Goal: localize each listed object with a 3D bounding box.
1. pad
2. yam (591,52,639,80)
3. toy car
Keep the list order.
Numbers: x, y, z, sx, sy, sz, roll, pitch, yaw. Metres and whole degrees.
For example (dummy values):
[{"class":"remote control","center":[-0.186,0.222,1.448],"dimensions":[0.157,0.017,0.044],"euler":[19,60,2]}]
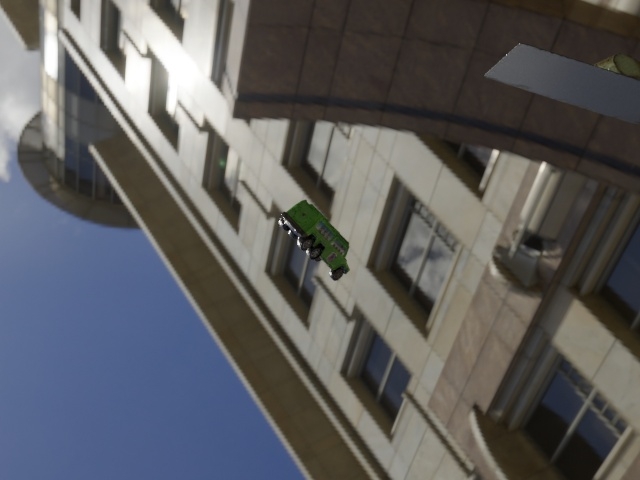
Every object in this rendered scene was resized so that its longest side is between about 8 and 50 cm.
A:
[{"class":"pad","center":[0.316,-0.186,1.141],"dimensions":[0.211,0.143,0.003],"euler":[16,-98,-6]},{"class":"yam","center":[0.544,-0.311,1.820],"dimensions":[0.070,0.146,0.069],"euler":[11,-109,-34]},{"class":"toy car","center":[0.000,0.000,1.522],"dimensions":[0.062,0.165,0.071],"euler":[-43,-128,1]}]
